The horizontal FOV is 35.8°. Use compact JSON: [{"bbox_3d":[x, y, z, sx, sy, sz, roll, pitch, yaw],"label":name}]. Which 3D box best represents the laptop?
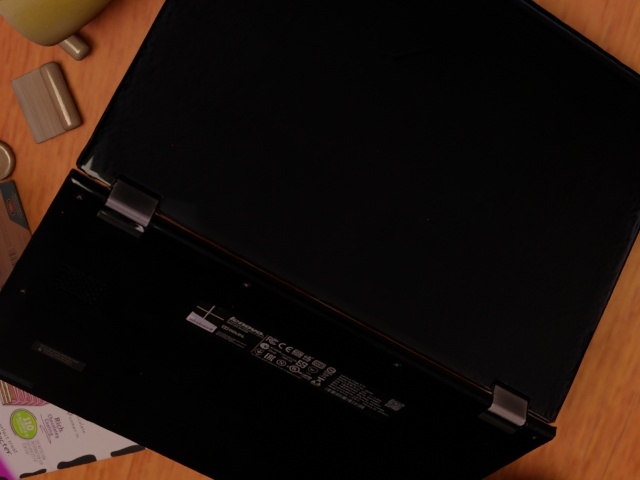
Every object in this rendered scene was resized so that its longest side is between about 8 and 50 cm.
[{"bbox_3d":[0.000,0.000,0.766,0.382,0.236,0.408,30,135,-15],"label":"laptop"}]

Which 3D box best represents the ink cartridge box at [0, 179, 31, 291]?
[{"bbox_3d":[-0.315,0.013,0.828,0.090,0.143,0.092,-13,98,14],"label":"ink cartridge box"}]

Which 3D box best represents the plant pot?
[{"bbox_3d":[-0.193,-0.228,0.755,0.095,0.134,0.134,-19,97,16],"label":"plant pot"}]

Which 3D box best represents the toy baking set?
[{"bbox_3d":[-0.322,-0.163,0.852,0.256,0.030,0.197,45,107,0],"label":"toy baking set"}]

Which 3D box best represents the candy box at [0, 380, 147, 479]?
[{"bbox_3d":[-0.266,0.125,0.879,0.233,0.071,0.159,-15,99,15],"label":"candy box"}]
